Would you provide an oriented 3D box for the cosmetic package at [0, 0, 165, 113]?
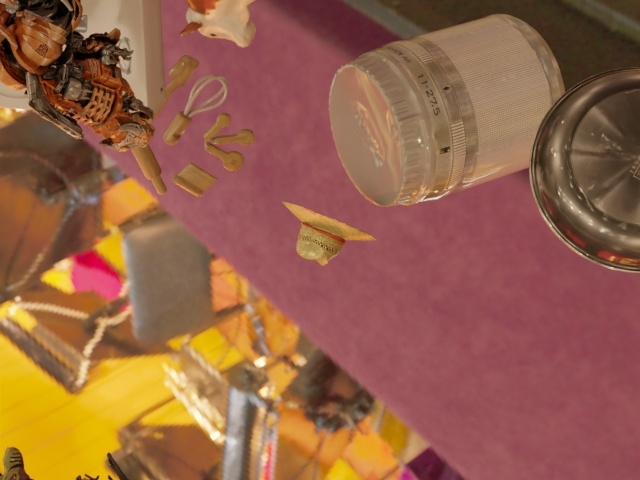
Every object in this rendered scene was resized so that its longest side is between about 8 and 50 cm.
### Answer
[{"bbox_3d":[-0.365,-0.363,1.471,0.284,0.097,0.377,4,117,6],"label":"cosmetic package"}]

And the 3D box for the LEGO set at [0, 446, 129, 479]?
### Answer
[{"bbox_3d":[-0.251,0.235,0.911,0.255,0.192,0.331,48,-171,-4],"label":"LEGO set"}]

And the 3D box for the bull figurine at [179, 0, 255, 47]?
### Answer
[{"bbox_3d":[-0.094,-0.354,1.163,0.188,0.101,0.310,2,116,29],"label":"bull figurine"}]

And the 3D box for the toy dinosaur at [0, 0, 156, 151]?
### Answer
[{"bbox_3d":[-0.318,-0.239,1.269,0.164,0.218,0.322,-13,136,20],"label":"toy dinosaur"}]

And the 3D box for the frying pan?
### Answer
[{"bbox_3d":[0.327,-0.020,0.963,0.326,0.197,0.053,53,178,16],"label":"frying pan"}]

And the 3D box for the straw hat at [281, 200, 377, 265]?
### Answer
[{"bbox_3d":[0.000,0.000,1.461,0.144,0.144,0.061,21,87,45],"label":"straw hat"}]

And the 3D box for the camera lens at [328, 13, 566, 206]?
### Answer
[{"bbox_3d":[0.177,-0.178,1.482,0.219,0.274,0.219,48,149,43],"label":"camera lens"}]

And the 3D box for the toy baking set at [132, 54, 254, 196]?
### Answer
[{"bbox_3d":[-0.221,-0.183,1.776,0.030,0.197,0.256,-111,-4,-50],"label":"toy baking set"}]
